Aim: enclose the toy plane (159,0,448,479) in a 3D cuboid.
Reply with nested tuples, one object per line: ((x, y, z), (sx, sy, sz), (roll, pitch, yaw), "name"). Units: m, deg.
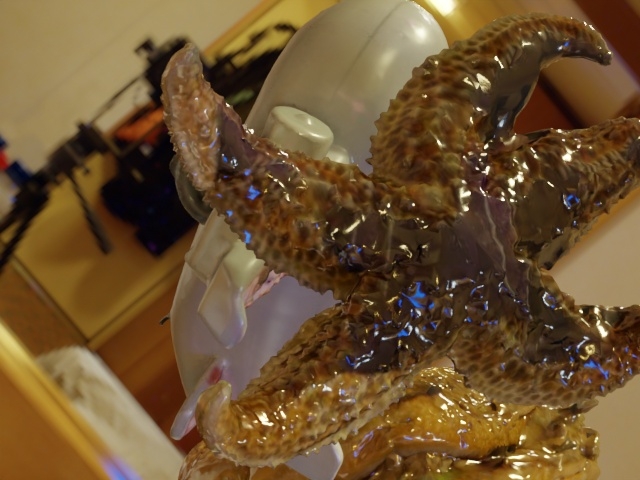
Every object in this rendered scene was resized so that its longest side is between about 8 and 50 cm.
((-0.004, -0.002, 0.701), (0.118, 0.252, 0.252), (27, -6, 13), "toy plane")

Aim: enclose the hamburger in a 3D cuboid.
((0.055, 0.187, 1.067), (0.290, 0.314, 0.170), (-13, 83, -48), "hamburger")

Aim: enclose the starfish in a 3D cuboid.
((0.036, -0.002, 0.519), (0.216, 0.238, 0.071), (45, -31, -7), "starfish")
